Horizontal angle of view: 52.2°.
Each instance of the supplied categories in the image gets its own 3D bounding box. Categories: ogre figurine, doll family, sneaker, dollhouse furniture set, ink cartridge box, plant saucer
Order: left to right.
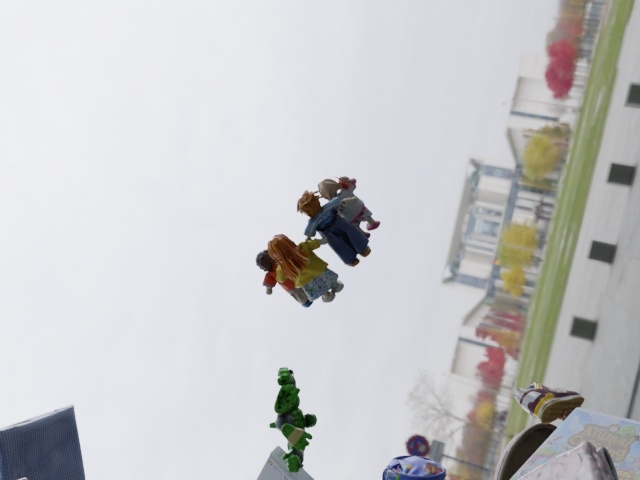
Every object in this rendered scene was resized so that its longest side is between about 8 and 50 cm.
[{"bbox_3d":[-0.309,0.253,0.729,0.303,0.198,0.287,2,-101,-67],"label":"dollhouse furniture set"},{"bbox_3d":[-0.060,0.368,1.341,0.096,0.197,0.118,-26,-19,-7],"label":"ogre figurine"},{"bbox_3d":[-0.062,0.595,1.468,0.045,0.206,0.208,-31,-27,-49],"label":"ink cartridge box"},{"bbox_3d":[0.000,0.000,1.134,0.163,0.118,0.263,43,-97,-25],"label":"doll family"},{"bbox_3d":[0.477,0.547,1.468,0.277,0.041,0.278,-1,-89,-36],"label":"plant saucer"},{"bbox_3d":[0.460,0.318,1.313,0.185,0.084,0.070,16,-75,-47],"label":"sneaker"}]

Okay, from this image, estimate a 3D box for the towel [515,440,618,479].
[{"bbox_3d":[0.298,0.475,0.842,0.317,0.053,0.332,-51,28,35],"label":"towel"}]

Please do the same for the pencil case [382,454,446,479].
[{"bbox_3d":[0.172,0.594,1.319,0.119,0.133,0.306,163,115,-88],"label":"pencil case"}]

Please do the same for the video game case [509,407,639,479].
[{"bbox_3d":[0.405,0.329,0.952,0.193,0.212,0.023,-36,-77,-24],"label":"video game case"}]
